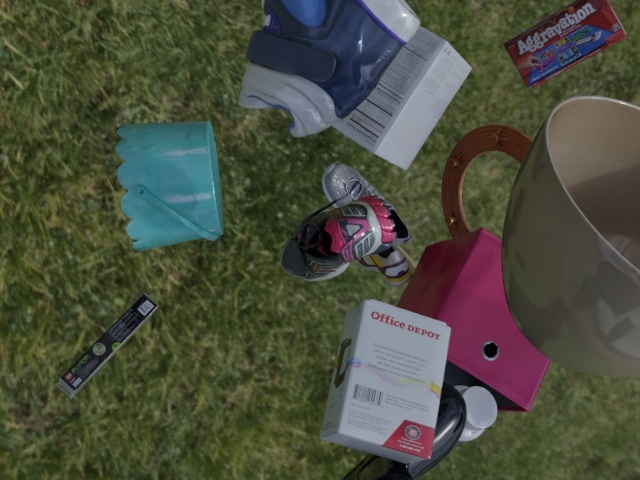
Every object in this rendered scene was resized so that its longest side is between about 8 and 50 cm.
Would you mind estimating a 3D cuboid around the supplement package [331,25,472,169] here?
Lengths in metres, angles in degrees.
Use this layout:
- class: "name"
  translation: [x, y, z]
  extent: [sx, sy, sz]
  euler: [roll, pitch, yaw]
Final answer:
- class: "supplement package"
  translation: [0.146, -0.322, 1.804]
  extent: [0.263, 0.198, 0.199]
  euler: [-57, 156, 9]

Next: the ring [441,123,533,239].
- class: "ring"
  translation: [0.384, -0.089, 1.898]
  extent: [0.032, 0.336, 0.337]
  euler: [-11, 125, -35]

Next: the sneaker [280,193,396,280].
- class: "sneaker"
  translation: [0.000, 0.000, 1.421]
  extent: [0.112, 0.299, 0.121]
  euler: [-18, 83, -30]

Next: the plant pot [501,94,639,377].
- class: "plant pot"
  translation: [0.289, 0.024, 0.841]
  extent: [0.284, 0.284, 0.191]
  euler: [2, 139, -30]

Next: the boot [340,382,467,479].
- class: "boot"
  translation: [0.114, 0.304, 1.133]
  extent: [0.246, 0.207, 0.094]
  euler: [-44, 89, -1]

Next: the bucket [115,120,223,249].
- class: "bucket"
  translation: [-0.303, -0.117, 1.763]
  extent: [0.183, 0.281, 0.281]
  euler: [-6, 125, -2]

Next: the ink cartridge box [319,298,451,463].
- class: "ink cartridge box"
  translation: [0.084, 0.179, 1.087]
  extent: [0.127, 0.175, 0.072]
  euler: [19, 156, -12]

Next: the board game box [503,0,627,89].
- class: "board game box"
  translation: [0.627, -0.518, 2.209]
  extent: [0.281, 0.145, 0.027]
  euler: [-28, -174, 36]

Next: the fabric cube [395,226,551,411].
- class: "fabric cube"
  translation: [0.304, 0.164, 1.688]
  extent: [0.254, 0.259, 0.258]
  euler: [33, 73, -10]

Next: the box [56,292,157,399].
- class: "box"
  translation: [-0.381, 0.189, 1.526]
  extent: [0.036, 0.114, 0.207]
  euler: [43, 63, -3]

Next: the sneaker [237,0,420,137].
- class: "sneaker"
  translation: [-0.054, -0.280, 1.044]
  extent: [0.236, 0.323, 0.130]
  euler: [-45, 161, 19]

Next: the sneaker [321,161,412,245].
- class: "sneaker"
  translation: [0.121, -0.090, 2.052]
  extent: [0.281, 0.115, 0.105]
  euler: [41, 71, -27]

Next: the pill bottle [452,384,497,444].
- class: "pill bottle"
  translation: [0.225, 0.300, 1.457]
  extent: [0.094, 0.094, 0.169]
  euler: [-6, 162, -27]

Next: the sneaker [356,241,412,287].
- class: "sneaker"
  translation: [0.119, 0.023, 1.714]
  extent: [0.069, 0.185, 0.084]
  euler: [-28, 119, -19]
